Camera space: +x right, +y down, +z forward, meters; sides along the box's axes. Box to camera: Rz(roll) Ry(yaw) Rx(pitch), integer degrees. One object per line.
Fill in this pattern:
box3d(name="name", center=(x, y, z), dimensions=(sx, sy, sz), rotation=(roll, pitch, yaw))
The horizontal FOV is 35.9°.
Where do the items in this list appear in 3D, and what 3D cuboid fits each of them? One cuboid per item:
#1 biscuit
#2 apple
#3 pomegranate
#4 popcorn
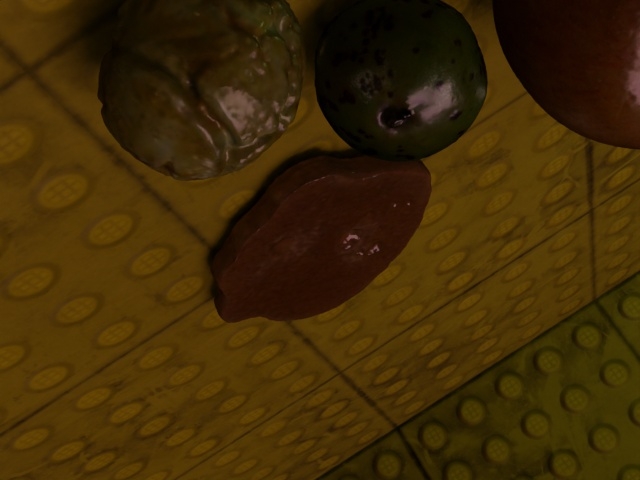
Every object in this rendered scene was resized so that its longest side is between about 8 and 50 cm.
box3d(name="biscuit", center=(-0.001, -0.002, 1.572), dimensions=(0.365, 0.062, 0.385), rotation=(-5, 143, -39))
box3d(name="apple", center=(0.407, -0.291, 1.179), dimensions=(0.400, 0.333, 0.400), rotation=(-14, 152, -8))
box3d(name="pomegranate", center=(0.100, -0.211, 1.208), dimensions=(0.211, 0.211, 0.263), rotation=(-53, -168, 35))
box3d(name="popcorn", center=(-0.116, -0.169, 0.994), dimensions=(0.221, 0.204, 0.184), rotation=(-55, 177, 4))
